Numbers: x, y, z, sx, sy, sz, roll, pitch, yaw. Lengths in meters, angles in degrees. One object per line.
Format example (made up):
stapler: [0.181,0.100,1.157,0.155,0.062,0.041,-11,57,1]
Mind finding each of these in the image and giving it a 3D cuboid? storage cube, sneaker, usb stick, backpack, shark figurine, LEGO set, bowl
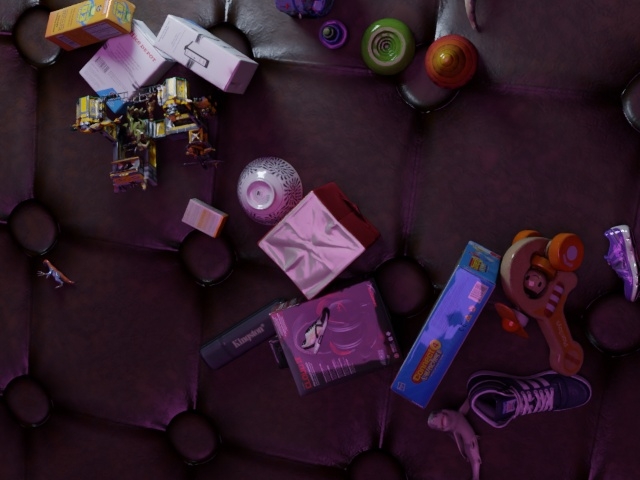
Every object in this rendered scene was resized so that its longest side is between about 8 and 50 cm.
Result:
storage cube: [0.000,0.000,1.851,0.215,0.193,0.183,-43,88,16]
sneaker: [-0.011,0.208,1.826,0.044,0.040,0.109,20,96,4]
sneaker: [0.669,0.052,1.766,0.071,0.068,0.169,-12,88,31]
usb stick: [-0.186,0.238,2.017,0.278,0.045,0.077,-33,90,17]
backpack: [-0.040,-0.574,1.768,0.117,0.173,0.158,11,102,12]
shark figurine: [0.322,0.485,1.922,0.116,0.166,0.278,-8,118,41]
LEGO set: [-0.406,-0.229,1.879,0.331,0.255,0.192,-7,71,4]
sneaker: [0.472,0.361,1.814,0.282,0.153,0.099,0,100,14]
bowl: [-0.135,-0.114,1.923,0.170,0.080,0.170,3,101,15]

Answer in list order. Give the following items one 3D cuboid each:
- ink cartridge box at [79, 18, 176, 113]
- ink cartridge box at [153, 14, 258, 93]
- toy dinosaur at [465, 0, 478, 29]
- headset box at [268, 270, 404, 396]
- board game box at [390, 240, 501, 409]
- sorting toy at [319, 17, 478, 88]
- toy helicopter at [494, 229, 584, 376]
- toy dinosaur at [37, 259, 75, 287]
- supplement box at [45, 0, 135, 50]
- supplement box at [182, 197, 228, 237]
ink cartridge box: [-0.470,-0.425,1.952,0.191,0.082,0.139,-41,88,16]
ink cartridge box: [-0.263,-0.432,1.863,0.203,0.148,0.086,33,104,6]
toy dinosaur: [0.314,-0.603,1.734,0.118,0.064,0.268,11,106,5]
headset box: [0.026,0.226,1.902,0.293,0.110,0.218,-19,95,6]
board game box: [0.282,0.173,1.752,0.086,0.302,0.308,29,105,8]
sorting toy: [0.164,-0.426,1.768,0.366,0.126,0.127,16,104,10]
toy helicopter: [0.491,0.162,1.758,0.235,0.140,0.355,-36,112,-25]
toy dinosaur: [-0.711,0.087,2.139,0.090,0.047,0.082,-14,87,-17]
supplement box: [-0.553,-0.523,1.912,0.233,0.080,0.078,-3,72,33]
supplement box: [-0.289,-0.057,1.995,0.098,0.036,0.062,27,106,8]
